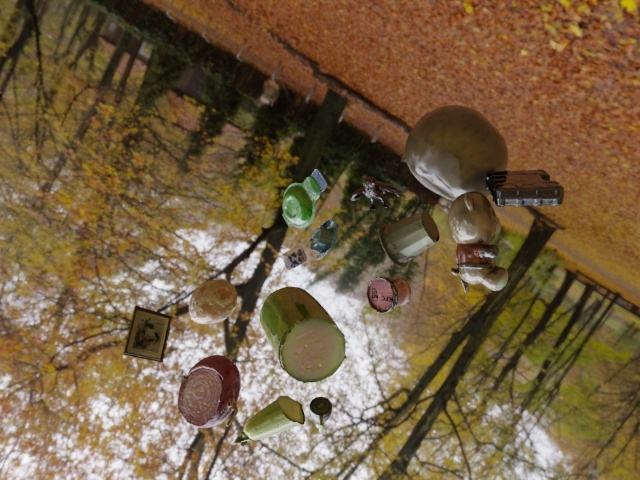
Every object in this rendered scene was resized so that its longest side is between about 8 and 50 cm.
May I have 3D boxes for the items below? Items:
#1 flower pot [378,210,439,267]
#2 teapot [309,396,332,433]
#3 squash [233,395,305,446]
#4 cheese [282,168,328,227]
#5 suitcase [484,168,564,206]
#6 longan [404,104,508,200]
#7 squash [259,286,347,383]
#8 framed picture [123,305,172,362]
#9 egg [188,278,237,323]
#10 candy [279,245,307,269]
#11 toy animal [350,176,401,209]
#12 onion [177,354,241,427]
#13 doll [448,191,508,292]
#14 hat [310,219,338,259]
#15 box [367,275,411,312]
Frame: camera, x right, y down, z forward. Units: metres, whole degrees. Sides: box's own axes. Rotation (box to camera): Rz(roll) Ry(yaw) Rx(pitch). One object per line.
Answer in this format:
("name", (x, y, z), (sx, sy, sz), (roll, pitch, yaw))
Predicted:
("flower pot", (0.390, -0.012, 2.085), (0.212, 0.202, 0.213), (33, -135, -39))
("teapot", (-0.005, 0.693, 1.935), (0.092, 0.091, 0.124), (13, -145, 23))
("squash", (-0.213, 0.689, 1.875), (0.137, 0.287, 0.137), (-24, -90, -80))
("cheese", (-0.073, -0.177, 2.127), (0.083, 0.320, 0.204), (-14, -115, -47))
("suitcase", (0.661, -0.175, 1.607), (0.206, 0.066, 0.285), (0, -161, 13))
("longan", (0.525, -0.334, 1.900), (0.404, 0.405, 0.336), (32, 148, 5))
("squash", (-0.077, 0.350, 1.898), (0.262, 0.263, 0.384), (27, -177, -21))
("framed picture", (-0.695, 0.381, 1.985), (0.010, 0.200, 0.195), (-6, 157, 32))
("egg", (-0.485, 0.277, 2.197), (0.194, 0.233, 0.195), (33, 154, 18))
("candy", (-0.106, 0.072, 1.913), (0.160, 0.092, 0.073), (145, 101, -84))
("toy animal", (0.216, -0.212, 1.999), (0.218, 0.116, 0.180), (-3, 141, 19))
("onion", (-0.325, 0.454, 1.487), (0.200, 0.208, 0.200), (-11, 177, -1))
("doll", (0.506, 0.005, 1.603), (0.174, 0.330, 0.235), (-8, 176, 19))
("hat", (0.000, 0.000, 1.865), (0.077, 0.191, 0.138), (12, -120, -16))
("box", (0.293, 0.219, 2.044), (0.135, 0.151, 0.151), (-7, -146, -40))
